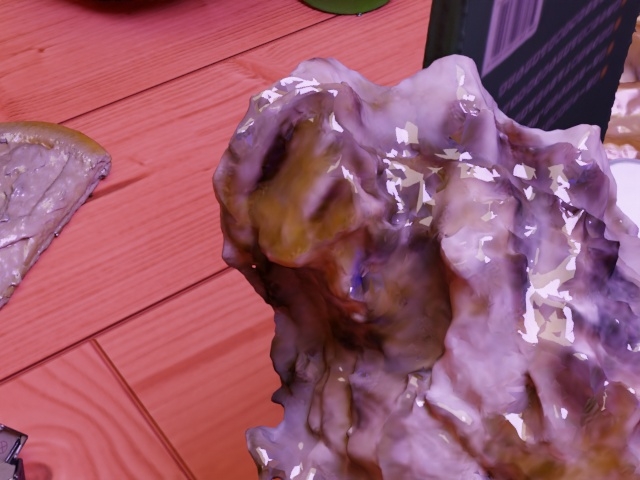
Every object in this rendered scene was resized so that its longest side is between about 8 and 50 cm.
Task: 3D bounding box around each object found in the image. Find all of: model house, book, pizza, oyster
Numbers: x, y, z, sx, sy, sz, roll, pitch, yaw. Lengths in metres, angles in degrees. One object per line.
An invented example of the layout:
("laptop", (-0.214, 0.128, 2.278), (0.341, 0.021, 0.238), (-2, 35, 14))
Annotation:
("model house", (-0.226, 0.147, 0.647), (0.083, 0.057, 0.058), (7, 15, 31))
("book", (0.133, -0.071, 0.645), (0.043, 0.371, 0.260), (32, 52, 25))
("pizza", (-0.297, -0.020, 0.813), (0.181, 0.034, 0.262), (11, 46, 7))
("oyster", (0.081, 0.083, 0.452), (0.238, 0.115, 0.351), (-6, 79, -6))

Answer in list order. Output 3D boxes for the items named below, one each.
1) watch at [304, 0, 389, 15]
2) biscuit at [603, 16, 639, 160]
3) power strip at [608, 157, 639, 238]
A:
("watch", (0.045, -0.334, 1.080), (0.165, 0.131, 0.152), (-4, 56, -7))
("biscuit", (0.302, -0.141, 0.918), (0.213, 0.091, 0.274), (-3, 44, -2))
("power strip", (0.304, 0.007, 0.731), (0.229, 0.141, 0.261), (13, 75, 11))
